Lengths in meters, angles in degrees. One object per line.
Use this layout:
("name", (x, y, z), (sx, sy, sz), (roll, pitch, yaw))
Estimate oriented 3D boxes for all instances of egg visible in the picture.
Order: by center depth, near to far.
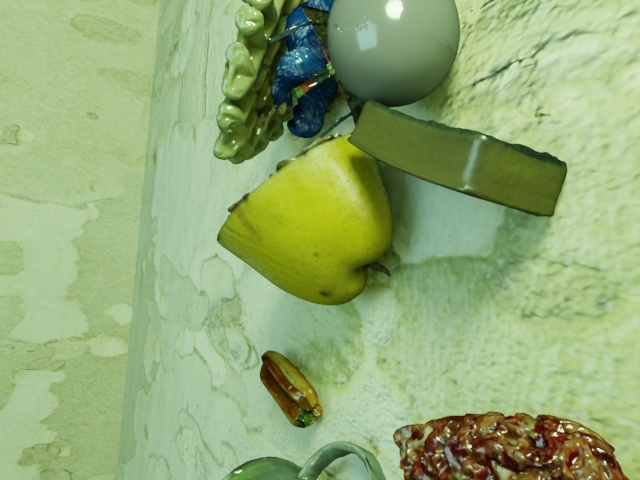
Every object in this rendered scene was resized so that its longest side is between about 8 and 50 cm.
("egg", (0.080, -0.236, 0.522), (0.198, 0.147, 0.146), (-91, 26, -48))

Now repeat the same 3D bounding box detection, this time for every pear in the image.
("pear", (0.000, -0.001, 0.607), (0.178, 0.267, 0.267), (60, 140, 9))

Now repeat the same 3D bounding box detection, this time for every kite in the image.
("kite", (0.029, -0.244, 0.635), (0.160, 0.182, 0.010), (-32, 36, -1))

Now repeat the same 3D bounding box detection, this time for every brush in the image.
("brush", (0.125, -0.084, 0.449), (0.197, 0.123, 0.059), (39, 115, 53))

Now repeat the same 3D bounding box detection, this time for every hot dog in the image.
("hot dog", (-0.050, 0.240, 0.754), (0.188, 0.055, 0.072), (30, 114, 56))

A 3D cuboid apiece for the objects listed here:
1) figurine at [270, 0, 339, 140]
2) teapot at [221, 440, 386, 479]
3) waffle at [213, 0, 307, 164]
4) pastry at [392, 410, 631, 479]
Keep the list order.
("figurine", (0.001, -0.272, 0.695), (0.262, 0.121, 0.164), (101, -170, -45))
("teapot", (-0.012, 0.384, 0.563), (0.337, 0.200, 0.270), (-3, 58, 60))
("waffle", (-0.085, -0.278, 0.747), (0.291, 0.056, 0.309), (-55, -18, -62))
("pastry", (0.153, 0.195, 0.383), (0.208, 0.115, 0.097), (-35, 44, 54))
